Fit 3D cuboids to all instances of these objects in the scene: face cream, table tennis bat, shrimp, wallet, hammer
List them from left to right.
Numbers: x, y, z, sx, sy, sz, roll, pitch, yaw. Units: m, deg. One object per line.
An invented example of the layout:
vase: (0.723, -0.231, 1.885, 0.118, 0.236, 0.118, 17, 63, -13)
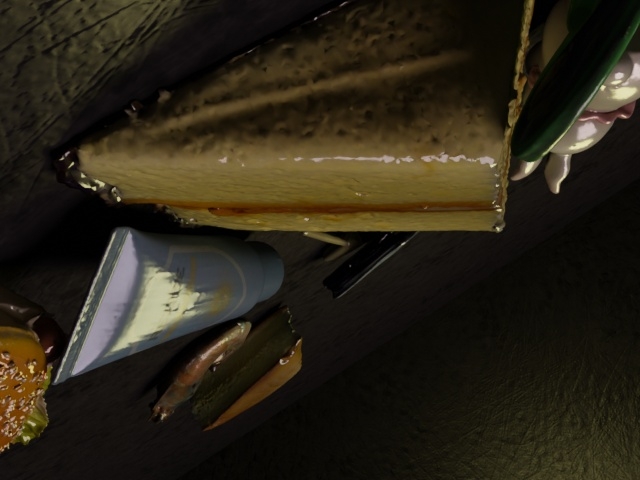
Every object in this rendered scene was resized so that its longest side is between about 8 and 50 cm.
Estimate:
face cream: (-0.127, 0.043, 0.953, 0.136, 0.086, 0.385, -66, 166, 9)
shrimp: (-0.184, 0.201, 1.531, 0.251, 0.052, 0.143, -43, 167, 35)
hammer: (0.000, 0.000, 1.303, 0.060, 0.028, 0.195, -32, 165, 14)
wallet: (0.105, -0.002, 1.440, 0.167, 0.036, 0.222, -43, 174, 36)
table tennis bat: (0.194, -0.150, 0.731, 0.160, 0.039, 0.257, -56, -178, 37)

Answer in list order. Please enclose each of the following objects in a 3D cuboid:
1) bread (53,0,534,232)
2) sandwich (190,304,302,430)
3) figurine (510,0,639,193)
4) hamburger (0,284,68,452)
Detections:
bread: (0.014, -0.123, 0.868, 0.404, 0.242, 0.346, 2, 168, -2)
sandwich: (-0.109, 0.202, 1.618, 0.258, 0.094, 0.096, -40, 164, 24)
figurine: (0.265, -0.164, 1.043, 0.127, 0.155, 0.235, 6, 151, -8)
hamburger: (-0.297, 0.120, 0.811, 0.173, 0.116, 0.210, -17, 156, -48)
